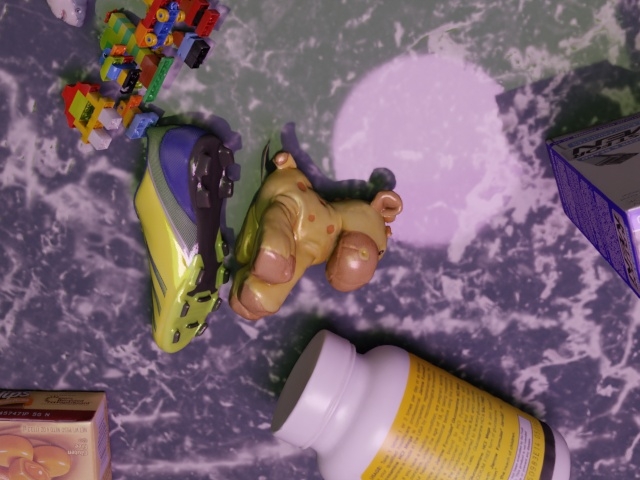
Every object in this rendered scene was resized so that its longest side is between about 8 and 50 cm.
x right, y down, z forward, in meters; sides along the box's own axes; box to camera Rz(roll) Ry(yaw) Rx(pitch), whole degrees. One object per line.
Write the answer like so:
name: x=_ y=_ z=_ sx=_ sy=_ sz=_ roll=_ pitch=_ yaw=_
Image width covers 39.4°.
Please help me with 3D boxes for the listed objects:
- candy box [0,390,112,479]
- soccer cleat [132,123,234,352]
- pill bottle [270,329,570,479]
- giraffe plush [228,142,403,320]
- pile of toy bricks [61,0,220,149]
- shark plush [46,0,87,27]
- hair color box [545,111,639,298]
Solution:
candy box: x=-0.375 y=0.359 z=1.190 sx=0.183 sy=0.087 sz=0.316 roll=1 pitch=107 yaw=1
soccer cleat: x=-0.177 y=-0.003 z=1.087 sx=0.121 sy=0.093 sz=0.289 roll=19 pitch=113 yaw=24
pill bottle: x=0.117 y=0.245 z=1.093 sx=0.334 sy=0.188 sz=0.188 roll=28 pitch=106 yaw=-8
giraffe plush: x=0.000 y=0.000 z=1.052 sx=0.171 sy=0.181 sz=0.210 roll=14 pitch=73 yaw=-14
pile of toy bricks: x=-0.214 y=-0.215 z=1.013 sx=0.105 sy=0.118 sz=0.212 roll=46 pitch=122 yaw=16
shark plush: x=-0.271 y=-0.328 z=1.009 sx=0.067 sy=0.073 sz=0.161 roll=22 pitch=86 yaw=-26
hair color box: x=0.364 y=-0.055 z=0.914 sx=0.185 sy=0.339 sz=0.110 roll=-17 pitch=107 yaw=7
